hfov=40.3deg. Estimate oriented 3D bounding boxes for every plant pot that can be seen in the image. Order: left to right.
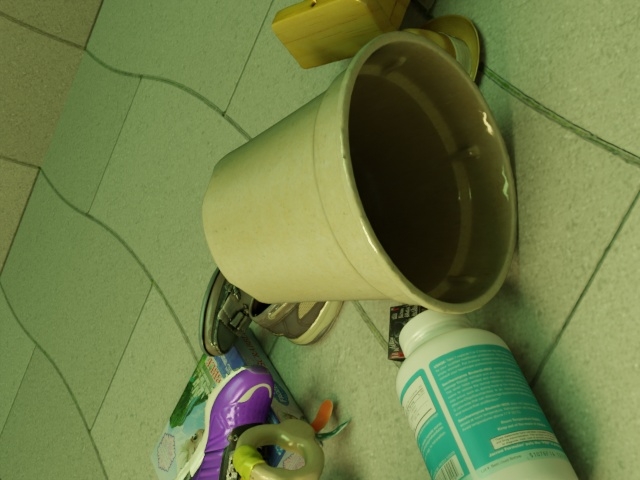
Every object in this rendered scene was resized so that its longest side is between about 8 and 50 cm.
[{"bbox_3d":[0.028,-0.052,1.103,0.305,0.334,0.333,-15,65,42],"label":"plant pot"}]

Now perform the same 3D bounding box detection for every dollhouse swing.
[{"bbox_3d":[0.007,-0.499,1.299,0.315,0.305,0.346,0,64,53],"label":"dollhouse swing"}]

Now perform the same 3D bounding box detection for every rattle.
[{"bbox_3d":[-0.044,0.328,1.251,0.130,0.200,0.142,5,105,25],"label":"rattle"}]

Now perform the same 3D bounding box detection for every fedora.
[{"bbox_3d":[0.145,-0.255,1.275,0.194,0.079,0.194,-23,60,47],"label":"fedora"}]

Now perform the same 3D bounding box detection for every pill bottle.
[{"bbox_3d":[0.177,0.203,1.002,0.146,0.146,0.264,-50,42,30],"label":"pill bottle"}]

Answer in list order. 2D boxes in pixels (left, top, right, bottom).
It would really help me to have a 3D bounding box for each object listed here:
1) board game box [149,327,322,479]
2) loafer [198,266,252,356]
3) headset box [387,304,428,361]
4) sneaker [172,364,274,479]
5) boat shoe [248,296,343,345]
[{"bbox_3d":[-0.158,0.356,1.471,0.318,0.066,0.318,-62,37,17],"label":"board game box"},{"bbox_3d":[-0.129,0.072,1.477,0.084,0.096,0.267,1,59,27],"label":"loafer"},{"bbox_3d":[0.125,0.131,1.199,0.062,0.032,0.083,-17,65,51],"label":"headset box"},{"bbox_3d":[-0.120,0.331,1.303,0.146,0.102,0.293,41,115,44],"label":"sneaker"},{"bbox_3d":[0.000,0.000,1.333,0.132,0.130,0.355,40,110,52],"label":"boat shoe"}]
